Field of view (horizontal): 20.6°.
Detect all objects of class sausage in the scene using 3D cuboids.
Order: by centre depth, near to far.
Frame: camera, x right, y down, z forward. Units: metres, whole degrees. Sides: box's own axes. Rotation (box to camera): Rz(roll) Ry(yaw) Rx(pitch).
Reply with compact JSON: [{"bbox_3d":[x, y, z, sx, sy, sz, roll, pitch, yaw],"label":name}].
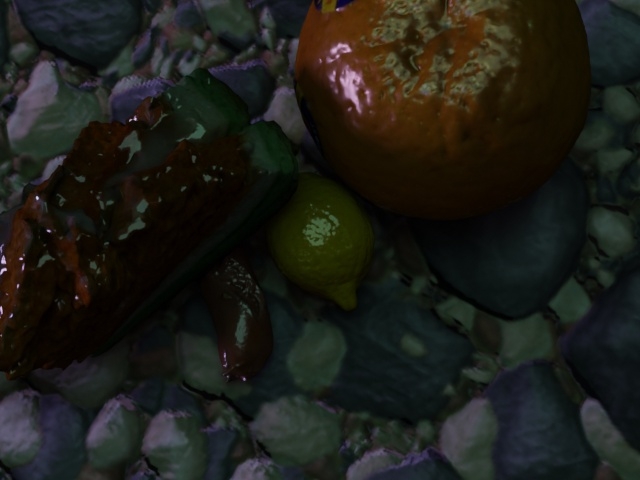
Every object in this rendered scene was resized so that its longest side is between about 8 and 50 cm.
[{"bbox_3d":[-0.063,0.012,1.058,0.042,0.036,0.158,-34,62,26],"label":"sausage"}]

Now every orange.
[{"bbox_3d":[0.072,-0.098,1.045,0.177,0.155,0.178,-4,62,8],"label":"orange"}]

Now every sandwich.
[{"bbox_3d":[-0.118,-0.015,0.985,0.185,0.160,0.109,-40,80,19],"label":"sandwich"}]

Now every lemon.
[{"bbox_3d":[0.000,0.000,1.046,0.065,0.065,0.092,-19,73,-9],"label":"lemon"}]
